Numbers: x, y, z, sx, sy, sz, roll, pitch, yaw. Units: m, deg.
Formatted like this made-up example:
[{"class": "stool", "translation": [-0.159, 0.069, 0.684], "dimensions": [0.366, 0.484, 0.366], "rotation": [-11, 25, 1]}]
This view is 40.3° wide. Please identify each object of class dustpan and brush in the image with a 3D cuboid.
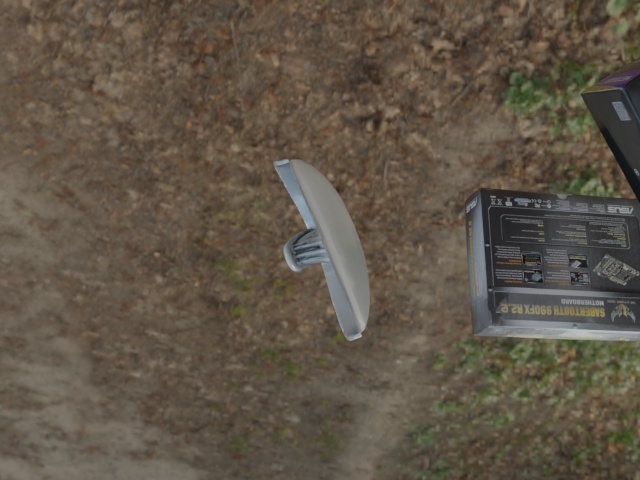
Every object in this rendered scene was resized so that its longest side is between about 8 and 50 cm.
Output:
[{"class": "dustpan and brush", "translation": [0.000, 0.000, 0.740], "dimensions": [0.060, 0.211, 0.147], "rotation": [-21, 94, 15]}]

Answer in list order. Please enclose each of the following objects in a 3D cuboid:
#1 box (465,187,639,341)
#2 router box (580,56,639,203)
[{"class": "box", "translation": [0.306, 0.032, 1.116], "dimensions": [0.230, 0.183, 0.056], "rotation": [3, 162, -11]}, {"class": "router box", "translation": [0.382, -0.045, 0.659], "dimensions": [0.242, 0.081, 0.309], "rotation": [-32, 99, 0]}]
